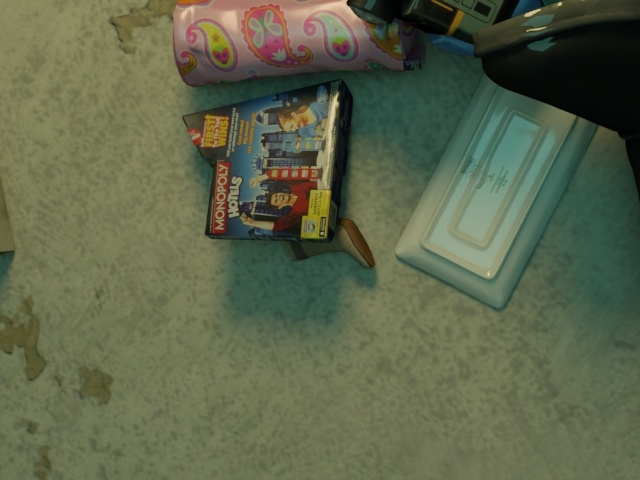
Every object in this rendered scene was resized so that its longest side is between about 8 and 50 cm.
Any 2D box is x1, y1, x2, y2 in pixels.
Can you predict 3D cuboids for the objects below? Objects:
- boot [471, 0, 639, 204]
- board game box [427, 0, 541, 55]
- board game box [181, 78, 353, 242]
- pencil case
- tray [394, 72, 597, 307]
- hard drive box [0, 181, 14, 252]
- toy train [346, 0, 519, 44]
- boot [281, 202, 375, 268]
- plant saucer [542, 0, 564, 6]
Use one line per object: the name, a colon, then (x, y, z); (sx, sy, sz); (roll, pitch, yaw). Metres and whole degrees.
boot: (0.346, -0.020, 1.180); (0.367, 0.146, 0.445); (-10, 90, -31)
board game box: (0.180, -0.298, 1.342); (0.133, 0.033, 0.169); (-11, 95, 8)
board game box: (-0.070, -0.089, 1.358); (0.194, 0.060, 0.194); (2, 74, 16)
pencil case: (-0.025, -0.240, 1.340); (0.284, 0.124, 0.124); (-2, 90, 10)
tray: (0.205, -0.071, 1.341); (0.145, 0.030, 0.270); (27, 96, 10)
hard drive box: (-0.519, -0.049, 1.448); (0.232, 0.089, 0.181); (-13, 89, 10)
toy train: (0.154, -0.360, 1.199); (0.190, 0.142, 0.334); (24, 95, -15)
boot: (0.000, 0.000, 1.379); (0.087, 0.042, 0.118); (-32, 84, 16)
plant saucer: (0.306, -0.299, 1.322); (0.119, 0.021, 0.119); (0, 90, 11)
